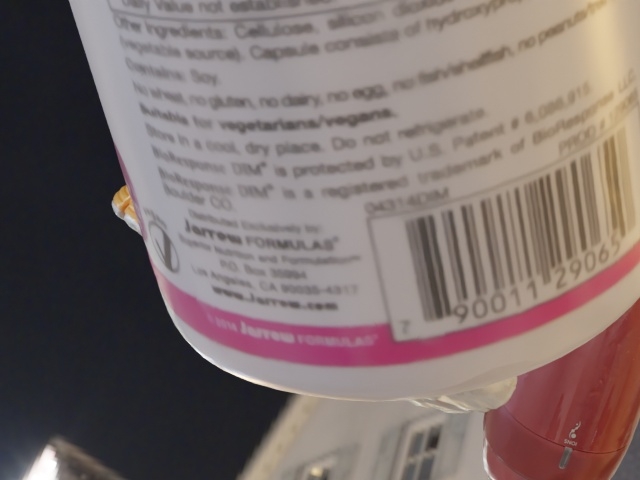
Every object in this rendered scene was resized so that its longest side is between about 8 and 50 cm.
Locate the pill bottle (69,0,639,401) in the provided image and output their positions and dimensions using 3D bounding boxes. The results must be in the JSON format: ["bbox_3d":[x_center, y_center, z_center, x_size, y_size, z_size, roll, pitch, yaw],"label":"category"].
[{"bbox_3d":[0.002,-0.114,0.382,0.160,0.160,0.283,1,-57,23],"label":"pill bottle"}]

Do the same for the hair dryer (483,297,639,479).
[{"bbox_3d":[0.122,0.055,0.834,0.080,0.223,0.293,12,-36,-12],"label":"hair dryer"}]

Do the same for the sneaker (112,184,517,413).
[{"bbox_3d":[0.000,0.000,0.612,0.215,0.083,0.084,33,-3,35],"label":"sneaker"}]
